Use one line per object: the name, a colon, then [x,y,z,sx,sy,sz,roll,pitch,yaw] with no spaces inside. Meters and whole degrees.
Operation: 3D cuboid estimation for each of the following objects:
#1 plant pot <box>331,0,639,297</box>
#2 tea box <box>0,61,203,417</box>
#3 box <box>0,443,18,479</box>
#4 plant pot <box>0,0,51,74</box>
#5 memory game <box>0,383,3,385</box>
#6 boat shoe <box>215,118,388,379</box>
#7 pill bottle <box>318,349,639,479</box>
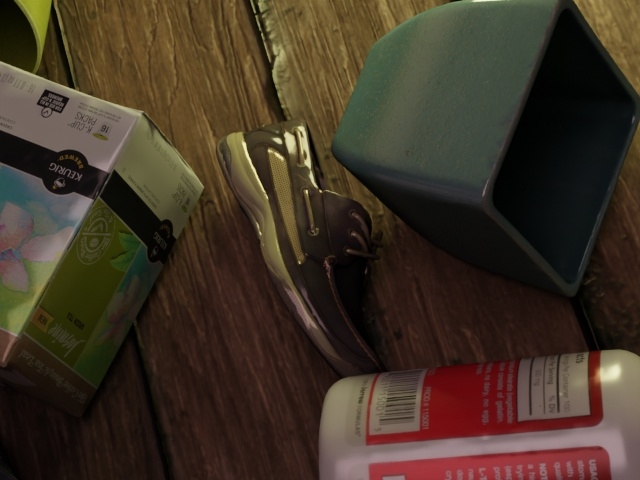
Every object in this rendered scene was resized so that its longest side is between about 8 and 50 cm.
plant pot: [0.164,-0.115,1.696,0.252,0.248,0.247,12,73,36]
tea box: [-0.373,-0.018,1.796,0.329,0.220,0.323,20,76,22]
box: [-0.472,0.287,1.772,0.232,0.059,0.183,-41,41,-3]
plant pot: [-0.447,-0.378,1.971,0.275,0.275,0.293,1,54,16]
memory game: [-0.345,0.090,1.875,0.186,0.012,0.186,-5,68,13]
boat shoe: [0.000,0.000,1.750,0.130,0.132,0.355,-29,66,3]
pill bottle: [0.218,0.230,1.543,0.407,0.229,0.229,-7,68,13]
